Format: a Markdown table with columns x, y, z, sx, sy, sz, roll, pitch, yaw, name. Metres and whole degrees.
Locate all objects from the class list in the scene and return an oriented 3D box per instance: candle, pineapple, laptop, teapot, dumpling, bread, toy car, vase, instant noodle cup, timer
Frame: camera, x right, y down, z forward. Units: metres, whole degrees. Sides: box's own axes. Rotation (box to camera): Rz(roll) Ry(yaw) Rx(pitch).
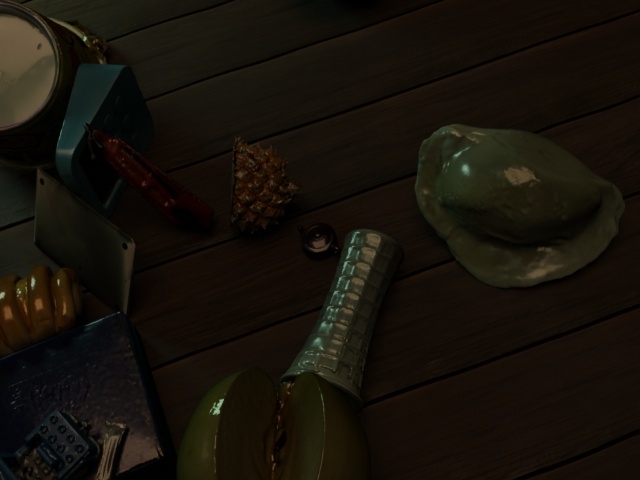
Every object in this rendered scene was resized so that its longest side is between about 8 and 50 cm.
| x | y | z | sx | sy | sz | roll | pitch | yaw | name |
| --- | --- | --- | --- | --- | --- | --- | --- | --- | --- |
| -0.314 | -0.113 | 1.551 | 0.084 | 0.302 | 0.059 | -31 | 34 | 23 | candle |
| -0.096 | -0.096 | 1.574 | 0.137 | 0.161 | 0.175 | 3 | 62 | -4 | pineapple |
| -0.434 | 0.005 | 1.546 | 0.269 | 0.187 | 0.015 | 35 | 40 | 23 | laptop |
| 0.000 | 0.000 | 1.567 | 0.100 | 0.045 | 0.068 | 29 | 70 | 21 | teapot |
| 0.335 | -0.082 | 1.481 | 0.321 | 0.211 | 0.270 | 32 | 72 | 33 | dumpling |
| -0.572 | 0.140 | 1.488 | 0.311 | 0.121 | 0.173 | -23 | 24 | -7 | bread |
| -0.427 | 0.341 | 1.272 | 0.097 | 0.100 | 0.191 | 42 | 81 | 18 | toy car |
| 0.051 | 0.129 | 1.442 | 0.143 | 0.143 | 0.298 | 14 | 62 | 14 | vase |
| -0.586 | -0.307 | 1.625 | 0.326 | 0.254 | 0.325 | 0 | 88 | -1 | instant noodle cup |
| -0.409 | -0.181 | 1.614 | 0.091 | 0.232 | 0.249 | 5 | 63 | 7 | timer |

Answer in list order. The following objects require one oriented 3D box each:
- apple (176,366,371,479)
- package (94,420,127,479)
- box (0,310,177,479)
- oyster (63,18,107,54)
| x | y | z | sx | sy | sz | roll | pitch | yaw | name |
| --- | --- | --- | --- | --- | --- | --- | --- | --- | --- |
| -0.068 | 0.326 | 1.258 | 0.292 | 0.292 | 0.254 | -1 | 52 | 6 | apple |
| -0.328 | 0.336 | 1.312 | 0.037 | 0.015 | 0.110 | 6 | 67 | 7 | package |
| -0.403 | 0.296 | 1.416 | 0.262 | 0.116 | 0.279 | -23 | 60 | -4 | box |
| -0.573 | -0.400 | 1.844 | 0.214 | 0.083 | 0.223 | -33 | 56 | -14 | oyster |
